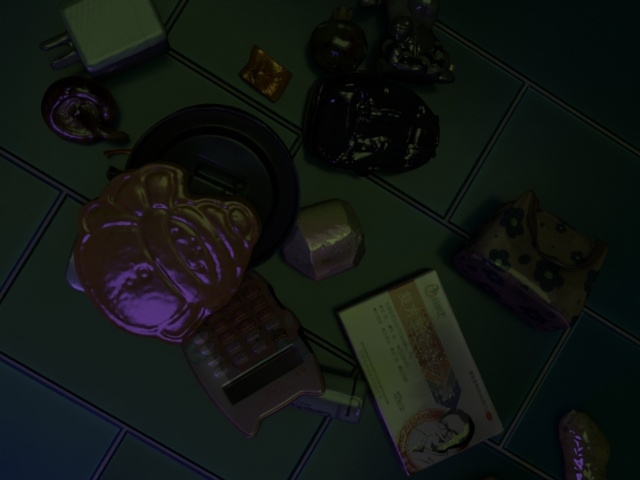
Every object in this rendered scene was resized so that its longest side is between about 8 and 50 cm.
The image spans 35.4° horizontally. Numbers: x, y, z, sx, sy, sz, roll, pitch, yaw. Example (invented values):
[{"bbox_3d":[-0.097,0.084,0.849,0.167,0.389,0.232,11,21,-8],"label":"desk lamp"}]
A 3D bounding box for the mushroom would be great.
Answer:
[{"bbox_3d":[-0.436,-0.237,1.882,0.170,0.080,0.135,35,123,-12],"label":"mushroom"}]

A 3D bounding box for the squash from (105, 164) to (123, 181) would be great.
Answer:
[{"bbox_3d":[-0.293,-0.072,1.915,0.252,0.066,0.066,21,88,-6],"label":"squash"}]

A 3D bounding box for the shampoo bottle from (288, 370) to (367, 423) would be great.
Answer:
[{"bbox_3d":[-0.044,0.280,1.927,0.262,0.085,0.085,14,88,0],"label":"shampoo bottle"}]

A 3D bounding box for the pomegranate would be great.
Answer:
[{"bbox_3d":[0.039,-0.391,1.940,0.114,0.114,0.142,12,64,-7],"label":"pomegranate"}]

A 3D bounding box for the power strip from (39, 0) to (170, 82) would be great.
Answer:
[{"bbox_3d":[-0.407,-0.381,1.865,0.224,0.140,0.139,-25,94,-5],"label":"power strip"}]

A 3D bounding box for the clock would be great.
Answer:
[{"bbox_3d":[-0.196,-0.092,1.834,0.325,0.067,0.325,0,109,1],"label":"clock"}]

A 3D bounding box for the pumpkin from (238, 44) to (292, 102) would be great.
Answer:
[{"bbox_3d":[-0.108,-0.327,1.953,0.101,0.035,0.073,34,84,-3],"label":"pumpkin"}]

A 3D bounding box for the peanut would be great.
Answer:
[{"bbox_3d":[0.529,0.442,2.002,0.099,0.099,0.214,-3,89,-7],"label":"peanut"}]

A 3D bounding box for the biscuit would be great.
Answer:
[{"bbox_3d":[-0.284,0.018,1.811,0.351,0.057,0.312,-41,103,16],"label":"biscuit"}]

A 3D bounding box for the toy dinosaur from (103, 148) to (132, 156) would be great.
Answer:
[{"bbox_3d":[-0.274,-0.134,1.914,0.279,0.101,0.055,13,113,-15],"label":"toy dinosaur"}]

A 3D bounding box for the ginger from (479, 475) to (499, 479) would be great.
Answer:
[{"bbox_3d":[0.290,0.521,1.983,0.190,0.069,0.095,-5,96,-8],"label":"ginger"}]

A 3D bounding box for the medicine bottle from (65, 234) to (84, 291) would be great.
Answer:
[{"bbox_3d":[-0.383,0.053,1.902,0.183,0.069,0.119,16,91,-5],"label":"medicine bottle"}]

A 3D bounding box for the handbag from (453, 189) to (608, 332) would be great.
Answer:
[{"bbox_3d":[0.415,0.036,1.948,0.251,0.190,0.193,37,76,-1],"label":"handbag"}]

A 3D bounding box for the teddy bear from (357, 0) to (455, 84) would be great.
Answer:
[{"bbox_3d":[0.162,-0.420,1.924,0.171,0.144,0.251,-7,92,-17],"label":"teddy bear"}]

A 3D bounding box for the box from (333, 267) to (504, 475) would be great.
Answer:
[{"bbox_3d":[0.194,0.257,1.976,0.214,0.069,0.353,-24,94,-6],"label":"box"}]

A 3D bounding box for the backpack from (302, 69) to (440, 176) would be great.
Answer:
[{"bbox_3d":[0.106,-0.219,1.926,0.258,0.133,0.206,8,107,-15],"label":"backpack"}]

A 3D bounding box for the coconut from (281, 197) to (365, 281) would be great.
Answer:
[{"bbox_3d":[0.000,0.000,1.912,0.153,0.147,0.147,-19,92,-11],"label":"coconut"}]

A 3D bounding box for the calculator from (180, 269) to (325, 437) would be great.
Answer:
[{"bbox_3d":[-0.140,0.198,1.888,0.220,0.048,0.329,-30,66,-7],"label":"calculator"}]
